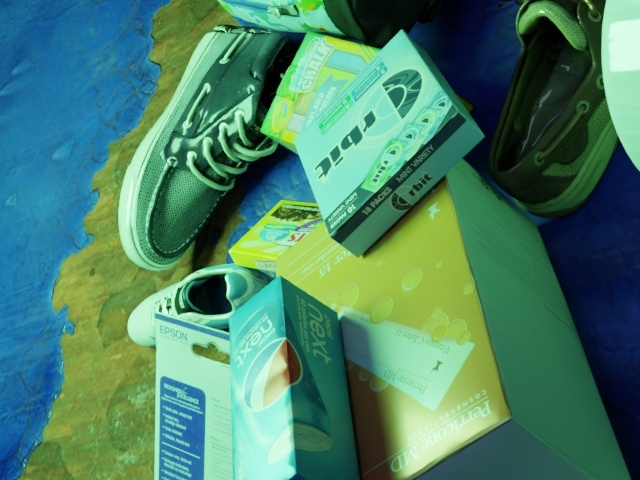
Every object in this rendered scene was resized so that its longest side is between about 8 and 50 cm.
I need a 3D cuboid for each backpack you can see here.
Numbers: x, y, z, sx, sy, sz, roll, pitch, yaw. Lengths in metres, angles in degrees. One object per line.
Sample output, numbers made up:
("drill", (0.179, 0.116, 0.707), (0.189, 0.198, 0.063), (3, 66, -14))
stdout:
("backpack", (-0.015, -0.383, 1.256), (0.290, 0.273, 0.355), (-58, 30, -12))

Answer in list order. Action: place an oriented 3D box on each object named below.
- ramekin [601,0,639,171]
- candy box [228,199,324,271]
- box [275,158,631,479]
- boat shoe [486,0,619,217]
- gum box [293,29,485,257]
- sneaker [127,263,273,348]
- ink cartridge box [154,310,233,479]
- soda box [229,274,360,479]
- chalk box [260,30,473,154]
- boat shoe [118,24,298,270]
("ramekin", (0.340, -0.151, 0.807), (0.135, 0.277, 0.277), (7, 77, 51))
("candy box", (0.000, 0.000, 1.177), (0.206, 0.027, 0.105), (8, 45, 44))
("box", (0.097, 0.110, 0.914), (0.215, 0.168, 0.345), (-38, 34, 24))
("boat shoe", (0.250, -0.195, 1.004), (0.123, 0.123, 0.342), (26, 90, 45))
("gum box", (0.056, -0.094, 0.974), (0.157, 0.041, 0.184), (-44, 31, 16))
("sneaker", (-0.161, 0.077, 1.284), (0.237, 0.086, 0.085), (-19, 62, 37))
("ink cartridge box", (-0.091, 0.237, 1.055), (0.165, 0.065, 0.332), (14, 109, 35))
("soda box", (-0.023, 0.129, 0.822), (0.067, 0.071, 0.210), (-40, 32, 23))
("chalk box", (0.033, -0.140, 1.171), (0.213, 0.132, 0.132), (24, 88, 46))
("boat shoe", (-0.128, -0.117, 1.304), (0.158, 0.127, 0.340), (9, 76, 49))
